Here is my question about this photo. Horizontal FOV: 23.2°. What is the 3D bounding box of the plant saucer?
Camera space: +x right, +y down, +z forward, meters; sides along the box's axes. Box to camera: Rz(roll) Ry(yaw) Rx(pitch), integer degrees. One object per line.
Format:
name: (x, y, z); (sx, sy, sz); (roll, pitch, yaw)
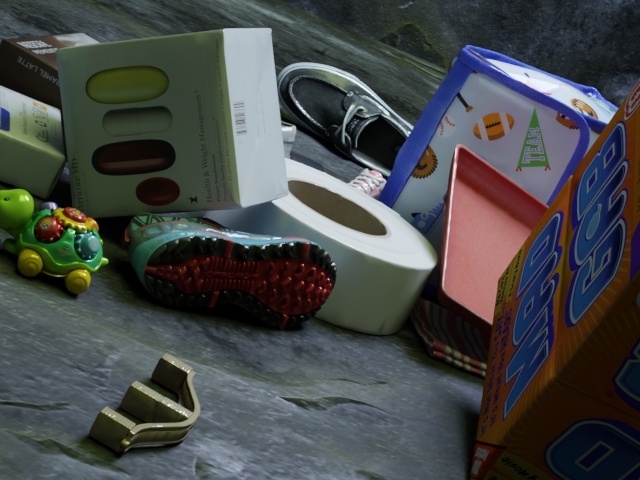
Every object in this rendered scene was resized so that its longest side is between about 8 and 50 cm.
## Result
plant saucer: (0.243, 0.041, 1.963); (0.259, 0.048, 0.258); (32, 43, -23)

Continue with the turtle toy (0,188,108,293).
turtle toy: (-0.267, -0.005, 1.525); (0.130, 0.066, 0.095); (23, 16, -18)

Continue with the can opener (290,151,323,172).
can opener: (-0.058, -0.126, 2.310); (0.059, 0.073, 0.186); (31, 4, 43)

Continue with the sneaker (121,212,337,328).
sneaker: (-0.097, 0.015, 1.686); (0.262, 0.104, 0.125); (15, 18, -40)

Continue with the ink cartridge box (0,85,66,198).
ink cartridge box: (-0.464, -0.166, 1.724); (0.371, 0.069, 0.175); (25, 16, -20)

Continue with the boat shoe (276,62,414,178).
boat shoe: (0.072, -0.198, 2.639); (0.335, 0.121, 0.119); (29, 11, -1)

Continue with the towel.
towel: (0.204, 0.135, 1.945); (0.197, 0.029, 0.144); (22, 17, -19)

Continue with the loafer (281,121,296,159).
loafer: (-0.187, -0.184, 2.167); (0.319, 0.111, 0.112); (25, 15, -9)

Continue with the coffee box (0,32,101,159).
coffee box: (-0.315, -0.188, 1.984); (0.141, 0.098, 0.246); (30, 15, 9)

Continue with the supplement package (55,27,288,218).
supplement package: (-0.163, -0.130, 1.729); (0.203, 0.194, 0.149); (-4, 5, 20)

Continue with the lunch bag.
lunch bag: (0.254, -0.075, 2.164); (0.385, 0.327, 0.239); (15, 20, -44)

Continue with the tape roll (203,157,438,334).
tape roll: (0.000, 0.000, 1.907); (0.286, 0.100, 0.286); (25, 15, -7)

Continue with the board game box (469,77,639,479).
board game box: (0.402, 0.100, 1.578); (0.356, 0.356, 0.356); (26, 37, -7)

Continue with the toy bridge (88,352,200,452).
toy bridge: (-0.138, 0.145, 1.327); (0.063, 0.026, 0.188); (30, 15, 4)

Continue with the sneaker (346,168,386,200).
sneaker: (0.053, -0.075, 2.303); (0.051, 0.070, 0.134); (38, 19, 28)
